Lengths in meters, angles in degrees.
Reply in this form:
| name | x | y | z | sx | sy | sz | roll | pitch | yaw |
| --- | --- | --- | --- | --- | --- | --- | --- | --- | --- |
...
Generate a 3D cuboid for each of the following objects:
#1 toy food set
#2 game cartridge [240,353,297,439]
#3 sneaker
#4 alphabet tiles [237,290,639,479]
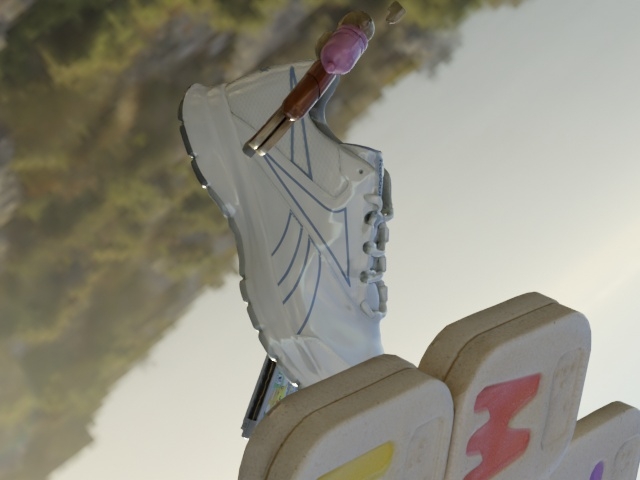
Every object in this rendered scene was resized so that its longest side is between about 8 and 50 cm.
| name | x | y | z | sx | sy | sz | roll | pitch | yaw |
| --- | --- | --- | --- | --- | --- | --- | --- | --- | --- |
| toy food set | -0.004 | -0.092 | 0.993 | 0.122 | 0.019 | 0.078 | -45 | -170 | 7 |
| game cartridge | -0.038 | 0.126 | 1.471 | 0.083 | 0.017 | 0.056 | -70 | 159 | -4 |
| sneaker | 0.000 | 0.000 | 1.296 | 0.129 | 0.297 | 0.111 | -24 | 169 | 9 |
| alphabet tiles | 0.015 | 0.159 | 0.517 | 0.278 | 0.021 | 0.284 | -18 | 123 | -49 |
